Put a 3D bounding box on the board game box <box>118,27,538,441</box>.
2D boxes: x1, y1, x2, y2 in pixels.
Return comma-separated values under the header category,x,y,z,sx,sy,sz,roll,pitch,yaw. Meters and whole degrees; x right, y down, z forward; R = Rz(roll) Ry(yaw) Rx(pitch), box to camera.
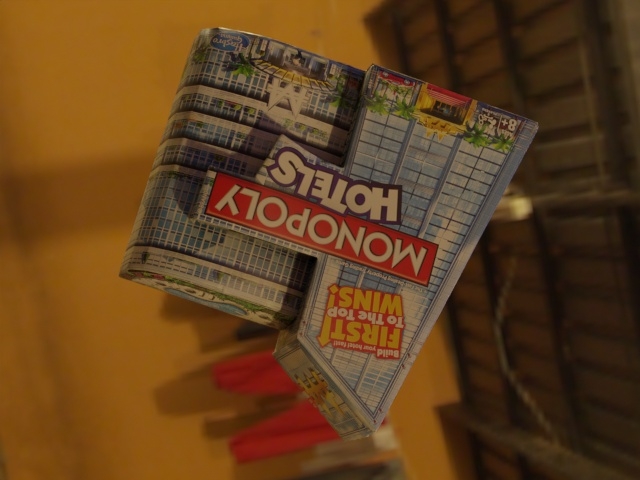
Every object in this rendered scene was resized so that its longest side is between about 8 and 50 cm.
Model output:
category,x,y,z,sx,sy,sz,roll,pitch,yaw
board game box,0.000,0.000,0.842,0.060,0.194,0.194,139,-32,-71
